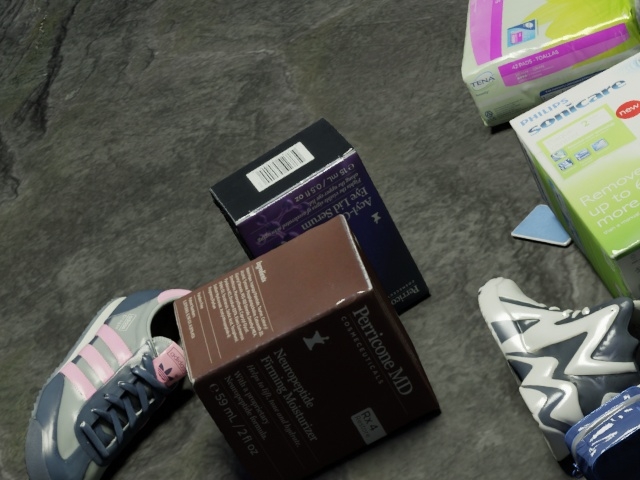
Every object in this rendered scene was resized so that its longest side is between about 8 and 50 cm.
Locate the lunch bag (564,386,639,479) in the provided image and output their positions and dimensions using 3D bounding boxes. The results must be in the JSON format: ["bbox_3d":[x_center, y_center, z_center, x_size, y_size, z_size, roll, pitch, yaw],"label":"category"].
[{"bbox_3d":[0.265,0.181,1.620,0.098,0.067,0.065,-32,29,-3],"label":"lunch bag"}]

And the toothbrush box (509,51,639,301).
[{"bbox_3d":[0.345,-0.061,1.849,0.206,0.122,0.283,-27,34,1],"label":"toothbrush box"}]

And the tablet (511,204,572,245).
[{"bbox_3d":[0.252,-0.016,1.999,0.054,0.006,0.083,-44,32,-25],"label":"tablet"}]

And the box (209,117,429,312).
[{"bbox_3d":[0.000,0.000,1.989,0.153,0.207,0.108,-33,30,-4],"label":"box"}]

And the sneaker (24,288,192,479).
[{"bbox_3d":[-0.217,0.160,2.029,0.131,0.112,0.319,-14,34,30],"label":"sneaker"}]

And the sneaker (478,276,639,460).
[{"bbox_3d":[0.249,0.092,1.747,0.153,0.094,0.235,-26,30,4],"label":"sneaker"}]

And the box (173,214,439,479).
[{"bbox_3d":[-0.018,0.115,1.865,0.203,0.168,0.167,-28,29,4],"label":"box"}]

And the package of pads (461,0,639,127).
[{"bbox_3d":[0.299,-0.281,2.270,0.229,0.101,0.296,-19,32,19],"label":"package of pads"}]
